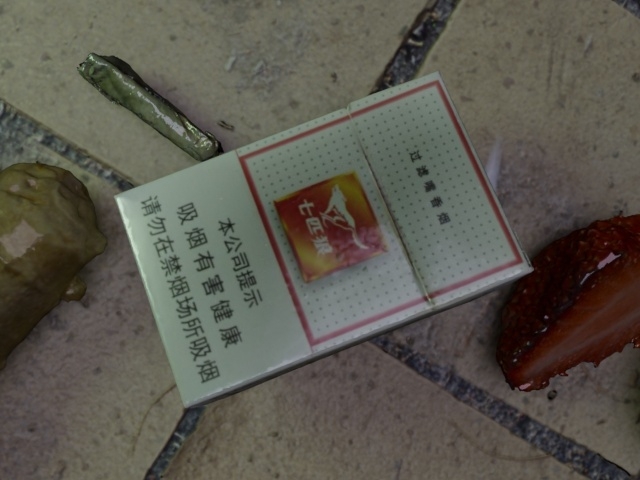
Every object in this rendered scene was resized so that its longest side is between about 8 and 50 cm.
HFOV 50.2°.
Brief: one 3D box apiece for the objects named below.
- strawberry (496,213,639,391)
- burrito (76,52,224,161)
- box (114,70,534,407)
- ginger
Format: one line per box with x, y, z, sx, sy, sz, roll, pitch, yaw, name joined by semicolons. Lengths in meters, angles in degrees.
0.288;0.052;0.755;0.236;0.106;0.175;-14;126;-13;strawberry
-0.176;-0.139;0.713;0.171;0.051;0.042;39;80;-6;burrito
0.000;0.000;0.653;0.330;0.095;0.210;-21;78;-3;box
-0.353;0.074;0.659;0.190;0.126;0.354;30;86;-12;ginger
